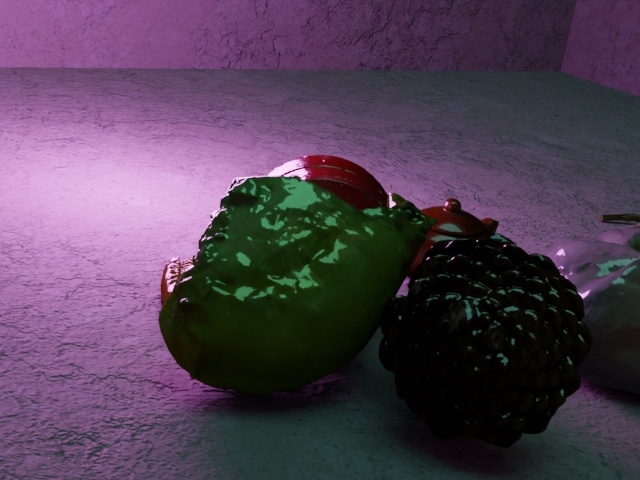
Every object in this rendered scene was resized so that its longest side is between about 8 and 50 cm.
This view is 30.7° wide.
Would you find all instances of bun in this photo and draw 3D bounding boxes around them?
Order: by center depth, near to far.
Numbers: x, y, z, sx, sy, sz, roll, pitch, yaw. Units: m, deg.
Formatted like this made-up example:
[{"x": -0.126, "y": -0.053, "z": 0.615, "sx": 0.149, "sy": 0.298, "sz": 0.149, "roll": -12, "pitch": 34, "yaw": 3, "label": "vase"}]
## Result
[{"x": 0.464, "y": 0.084, "z": 1.641, "sx": 0.355, "sy": 0.194, "sz": 0.354, "roll": 10, "pitch": 20, "yaw": -4, "label": "bun"}]

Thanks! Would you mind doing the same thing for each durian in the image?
[{"x": -0.038, "y": 0.055, "z": 1.407, "sx": 0.256, "sy": 0.339, "sz": 0.204, "roll": 33, "pitch": -24, "yaw": -11, "label": "durian"}]

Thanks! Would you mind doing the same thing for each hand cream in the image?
[{"x": 0.000, "y": 0.000, "z": 1.610, "sx": 0.230, "sy": 0.230, "sz": 0.149, "roll": 10, "pitch": 18, "yaw": 0, "label": "hand cream"}]

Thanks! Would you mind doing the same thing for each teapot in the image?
[{"x": 0.182, "y": -0.001, "z": 1.847, "sx": 0.252, "sy": 0.135, "sz": 0.178, "roll": -3, "pitch": 18, "yaw": -36, "label": "teapot"}]

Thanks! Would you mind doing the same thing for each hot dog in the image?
[{"x": -0.184, "y": 0.064, "z": 1.599, "sx": 0.071, "sy": 0.045, "sz": 0.165, "roll": 9, "pitch": 17, "yaw": -8, "label": "hot dog"}]

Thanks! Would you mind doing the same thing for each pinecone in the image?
[{"x": 0.193, "y": 0.113, "z": 1.375, "sx": 0.246, "sy": 0.246, "sz": 0.292, "roll": 12, "pitch": 4, "yaw": 5, "label": "pinecone"}]

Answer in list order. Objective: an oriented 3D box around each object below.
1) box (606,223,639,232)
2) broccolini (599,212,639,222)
[{"x": 0.653, "y": -0.001, "z": 2.242, "sx": 0.122, "sy": 0.032, "sz": 0.220, "roll": 25, "pitch": 23, "yaw": 38, "label": "box"}, {"x": 0.671, "y": -0.040, "z": 2.384, "sx": 0.218, "sy": 0.042, "sz": 0.044, "roll": -3, "pitch": 23, "yaw": -18, "label": "broccolini"}]
